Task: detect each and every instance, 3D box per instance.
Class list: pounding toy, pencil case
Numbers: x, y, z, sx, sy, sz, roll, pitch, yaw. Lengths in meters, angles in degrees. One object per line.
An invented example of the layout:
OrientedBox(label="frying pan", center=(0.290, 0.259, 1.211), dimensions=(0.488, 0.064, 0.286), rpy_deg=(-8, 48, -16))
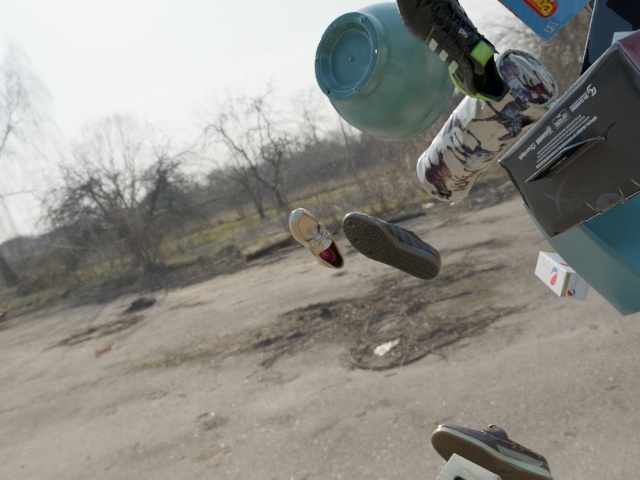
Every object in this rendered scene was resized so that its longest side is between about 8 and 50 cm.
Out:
OrientedBox(label="pounding toy", center=(0.290, 0.511, 1.048), dimensions=(0.100, 0.130, 0.141), rpy_deg=(-45, 29, -24))
OrientedBox(label="pencil case", center=(0.399, -0.259, 1.324), dimensions=(0.160, 0.183, 0.410), rpy_deg=(-17, -23, -30))

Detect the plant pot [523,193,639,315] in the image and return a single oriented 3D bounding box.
OrientedBox(label="plant pot", center=(0.443, -0.033, 0.805), dimensions=(0.165, 0.234, 0.165), rpy_deg=(-46, -16, -5))

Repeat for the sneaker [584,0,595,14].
OrientedBox(label="sneaker", center=(0.606, -0.583, 1.206), dimensions=(0.083, 0.222, 0.118), rpy_deg=(-36, 2, 19))

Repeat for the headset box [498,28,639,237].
OrientedBox(label="headset box", center=(0.329, -0.125, 0.504), dimensions=(0.293, 0.110, 0.218), rpy_deg=(-28, -12, -12))

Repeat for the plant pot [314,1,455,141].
OrientedBox(label="plant pot", center=(0.112, -0.365, 1.117), dimensions=(0.293, 0.292, 0.196), rpy_deg=(-11, -6, 43))

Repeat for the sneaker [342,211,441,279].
OrientedBox(label="sneaker", center=(0.124, 0.003, 0.933), dimensions=(0.066, 0.188, 0.071), rpy_deg=(-57, 3, 32))

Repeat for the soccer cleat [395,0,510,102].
OrientedBox(label="soccer cleat", center=(0.141, -0.210, 0.548), dimensions=(0.060, 0.179, 0.072), rpy_deg=(-50, 39, 5))

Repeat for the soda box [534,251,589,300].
OrientedBox(label="soda box", center=(0.664, 0.093, 1.469), dimensions=(0.069, 0.073, 0.216), rpy_deg=(8, 14, 2))

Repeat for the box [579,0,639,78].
OrientedBox(label="box", center=(0.701, -0.346, 1.090), dimensions=(0.313, 0.342, 0.179), rpy_deg=(-2, 16, -33))

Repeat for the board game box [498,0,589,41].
OrientedBox(label="board game box", center=(0.229, -0.484, 0.808), dimensions=(0.302, 0.308, 0.086), rpy_deg=(20, -49, -33))

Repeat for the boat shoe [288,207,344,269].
OrientedBox(label="boat shoe", center=(0.000, 0.000, 1.053), dimensions=(0.059, 0.170, 0.063), rpy_deg=(24, 72, 44))

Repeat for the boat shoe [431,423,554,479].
OrientedBox(label="boat shoe", center=(0.466, 0.572, 1.453), dimensions=(0.342, 0.123, 0.123), rpy_deg=(21, 35, 3))
